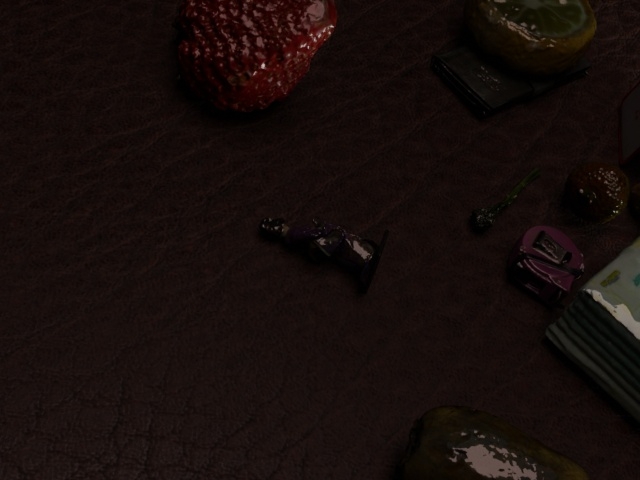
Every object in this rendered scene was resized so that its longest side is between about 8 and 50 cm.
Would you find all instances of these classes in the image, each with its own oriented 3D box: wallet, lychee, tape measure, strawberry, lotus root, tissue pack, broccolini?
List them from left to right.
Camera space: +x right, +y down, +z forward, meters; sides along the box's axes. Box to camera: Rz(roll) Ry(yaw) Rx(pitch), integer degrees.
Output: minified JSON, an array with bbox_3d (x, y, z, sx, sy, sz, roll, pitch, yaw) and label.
[{"bbox_3d":[-0.117,-0.357,1.748,0.261,0.257,0.261,8,62,-15],"label":"strawberry"},{"bbox_3d":[0.243,0.335,1.415,0.275,0.160,0.152,22,41,-2],"label":"lotus root"},{"bbox_3d":[0.335,-0.076,1.823,0.044,0.042,0.218,45,52,14],"label":"broccolini"},{"bbox_3d":[0.380,-0.347,2.031,0.317,0.044,0.169,-24,63,-34],"label":"wallet"},{"bbox_3d":[0.379,0.038,1.731,0.125,0.074,0.118,32,51,3],"label":"tape measure"},{"bbox_3d":[0.490,-0.087,1.839,0.114,0.114,0.146,43,31,14],"label":"lychee"},{"bbox_3d":[0.596,0.179,1.646,0.287,0.162,0.388,-33,70,-35],"label":"tissue pack"}]

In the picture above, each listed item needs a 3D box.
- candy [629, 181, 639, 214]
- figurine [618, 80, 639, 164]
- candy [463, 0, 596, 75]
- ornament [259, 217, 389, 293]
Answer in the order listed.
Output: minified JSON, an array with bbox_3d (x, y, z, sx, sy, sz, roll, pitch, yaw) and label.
[{"bbox_3d":[0.703,-0.079,1.905,0.271,0.101,0.143,-5,12,-22],"label":"candy"},{"bbox_3d":[0.712,-0.206,1.989,0.226,0.160,0.183,22,52,-12],"label":"figurine"},{"bbox_3d":[0.404,-0.427,2.008,0.260,0.118,0.260,9,52,-11],"label":"candy"},{"bbox_3d":[0.005,-0.003,1.636,0.203,0.088,0.081,22,30,12],"label":"ornament"}]
